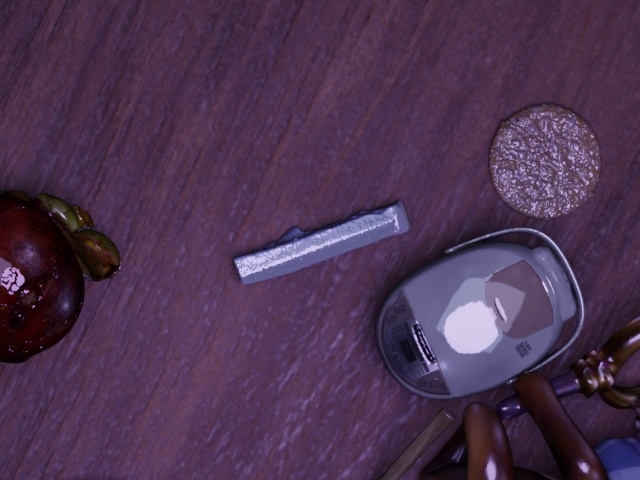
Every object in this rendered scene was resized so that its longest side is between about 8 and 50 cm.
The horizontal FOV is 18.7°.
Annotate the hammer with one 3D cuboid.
[{"bbox_3d":[0.081,0.219,1.885,0.062,0.182,0.017,38,40,-1],"label":"hammer"}]

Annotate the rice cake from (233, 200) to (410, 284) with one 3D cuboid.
[{"bbox_3d":[0.000,0.000,1.943,0.180,0.030,0.042,-19,94,-5],"label":"rice cake"}]

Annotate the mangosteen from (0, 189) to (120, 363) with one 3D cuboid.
[{"bbox_3d":[-0.292,0.024,1.865,0.180,0.166,0.166,-37,90,-31],"label":"mangosteen"}]

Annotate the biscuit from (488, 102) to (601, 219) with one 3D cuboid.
[{"bbox_3d":[0.229,-0.080,1.974,0.120,0.015,0.120,0,88,-5],"label":"biscuit"}]

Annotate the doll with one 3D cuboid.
[{"bbox_3d":[0.259,0.239,1.882,0.340,0.209,0.317,-7,115,-4],"label":"doll"}]

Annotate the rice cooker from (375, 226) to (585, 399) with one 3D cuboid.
[{"bbox_3d":[0.152,0.075,1.906,0.206,0.127,0.145,-25,90,-9],"label":"rice cooker"}]
